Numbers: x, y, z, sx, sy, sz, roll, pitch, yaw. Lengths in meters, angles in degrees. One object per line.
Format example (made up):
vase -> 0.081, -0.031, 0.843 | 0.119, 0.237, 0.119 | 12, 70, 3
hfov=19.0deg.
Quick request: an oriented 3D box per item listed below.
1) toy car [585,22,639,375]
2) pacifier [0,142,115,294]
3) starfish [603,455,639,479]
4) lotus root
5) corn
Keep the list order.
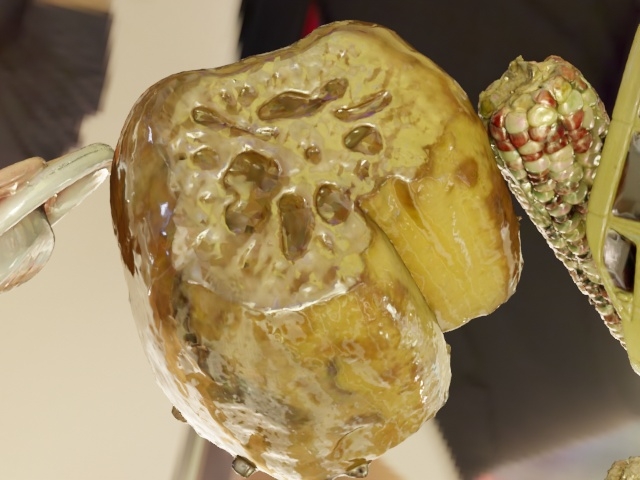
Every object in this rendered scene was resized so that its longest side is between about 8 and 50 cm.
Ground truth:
toy car -> 0.251, -0.029, 1.321 | 0.124, 0.256, 0.101 | 20, -168, 31
pacifier -> -0.335, -0.040, 1.695 | 0.273, 0.220, 0.332 | 27, -172, 5
starfish -> 0.080, 0.201, 0.823 | 0.043, 0.240, 0.227 | 39, 155, -23
lotus root -> 0.000, 0.000, 1.329 | 0.316, 0.316, 0.250 | 11, 160, 12
corn -> 0.209, -0.022, 1.444 | 0.092, 0.092, 0.280 | 5, 139, 50
